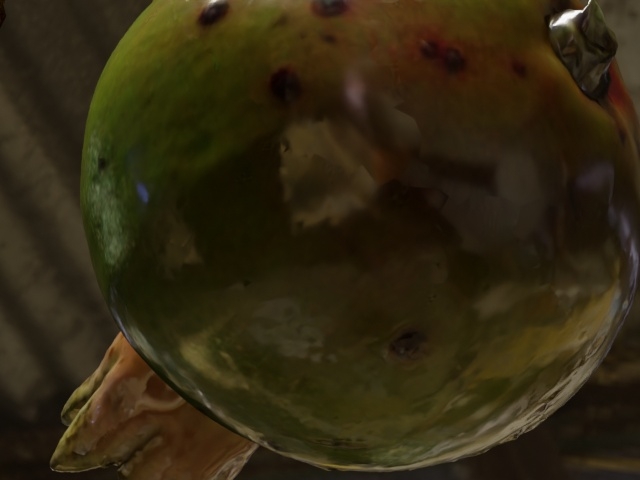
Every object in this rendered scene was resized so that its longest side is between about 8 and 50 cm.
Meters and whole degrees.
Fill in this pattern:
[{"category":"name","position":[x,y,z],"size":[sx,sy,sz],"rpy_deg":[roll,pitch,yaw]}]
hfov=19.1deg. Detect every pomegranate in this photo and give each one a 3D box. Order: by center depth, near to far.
[{"category":"pomegranate","position":[0.000,0.000,0.521],"size":[0.159,0.159,0.205],"rpy_deg":[36,-64,-14]}]

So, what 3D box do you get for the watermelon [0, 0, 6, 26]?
[{"category":"watermelon","position":[-0.118,-0.021,0.354],"size":[0.129,0.301,0.123],"rpy_deg":[-15,-48,32]}]
